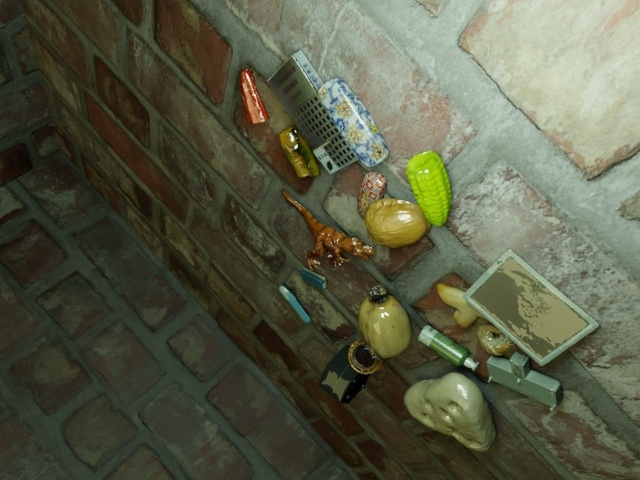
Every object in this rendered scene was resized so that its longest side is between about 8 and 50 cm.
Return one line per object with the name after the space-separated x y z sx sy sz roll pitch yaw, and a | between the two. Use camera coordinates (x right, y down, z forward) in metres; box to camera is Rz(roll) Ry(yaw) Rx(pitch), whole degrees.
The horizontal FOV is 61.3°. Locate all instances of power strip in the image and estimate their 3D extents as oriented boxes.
0.578 0.390 1.556 0.215 0.061 0.145 17 139 44 | power strip
-0.026 0.154 2.158 0.123 0.032 0.056 24 144 38 | power strip

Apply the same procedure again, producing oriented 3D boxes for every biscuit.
0.434 0.184 1.526 0.164 0.047 0.207 56 151 -8 | biscuit

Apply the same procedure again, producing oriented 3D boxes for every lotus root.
0.210 0.262 1.814 0.182 0.182 0.310 20 138 43 | lotus root

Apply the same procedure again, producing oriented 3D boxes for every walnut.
0.202 -0.034 1.504 0.211 0.087 0.167 -12 126 48 | walnut

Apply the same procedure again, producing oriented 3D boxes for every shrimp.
0.515 0.279 1.547 0.099 0.041 0.180 63 154 6 | shrimp

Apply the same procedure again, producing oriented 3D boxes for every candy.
0.276 -0.119 1.337 0.096 0.097 0.210 19 145 43 | candy

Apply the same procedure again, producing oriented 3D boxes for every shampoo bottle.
0.417 0.353 1.745 0.204 0.065 0.065 32 148 29 | shampoo bottle

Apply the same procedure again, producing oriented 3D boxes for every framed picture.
0.521 0.172 1.366 0.273 0.016 0.216 43 136 12 | framed picture

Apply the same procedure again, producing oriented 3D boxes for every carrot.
-0.065 -0.264 1.653 0.082 0.082 0.173 3 124 54 | carrot

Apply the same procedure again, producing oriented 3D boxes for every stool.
0.111 0.563 2.255 0.141 0.232 0.232 34 148 25 | stool

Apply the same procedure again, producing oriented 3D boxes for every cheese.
0.436 0.557 1.890 0.350 0.129 0.329 23 144 37 | cheese

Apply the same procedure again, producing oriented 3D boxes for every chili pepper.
-0.213 -0.448 1.665 0.088 0.065 0.169 20 137 41 | chili pepper

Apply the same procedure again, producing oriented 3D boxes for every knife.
-0.115 0.291 2.456 0.222 0.031 0.064 53 148 -15 | knife

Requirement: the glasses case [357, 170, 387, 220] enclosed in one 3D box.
0.142 -0.123 1.562 0.073 0.049 0.195 38 150 20 | glasses case

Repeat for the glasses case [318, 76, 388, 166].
0.087 -0.305 1.398 0.086 0.065 0.248 -22 105 49 | glasses case

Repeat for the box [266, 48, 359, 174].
-0.010 -0.349 1.508 0.325 0.047 0.180 56 152 -10 | box

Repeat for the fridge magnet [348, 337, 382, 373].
0.178 0.458 2.139 0.143 0.143 0.063 40 -173 17 | fridge magnet

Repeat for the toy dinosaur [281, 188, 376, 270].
0.000 0.000 1.869 0.432 0.097 0.208 29 132 28 | toy dinosaur
